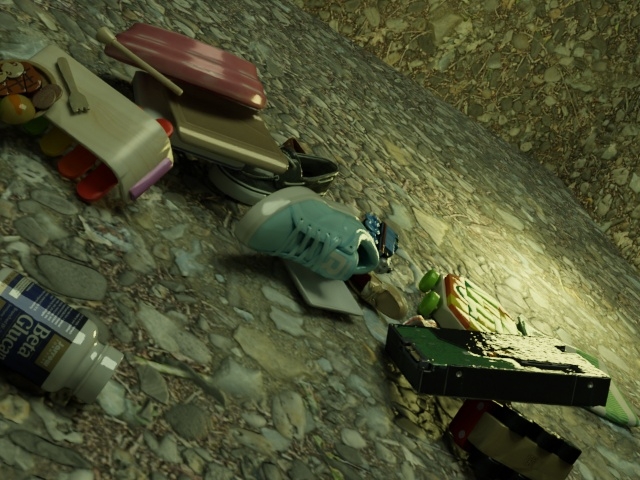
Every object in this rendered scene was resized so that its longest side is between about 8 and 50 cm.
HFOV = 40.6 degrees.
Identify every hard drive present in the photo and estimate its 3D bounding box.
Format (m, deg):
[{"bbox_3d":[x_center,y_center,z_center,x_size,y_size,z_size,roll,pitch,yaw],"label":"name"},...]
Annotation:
[{"bbox_3d":[0.304,0.220,1.535,0.338,0.064,0.237,7,9,-12],"label":"hard drive"},{"bbox_3d":[-0.271,-0.248,1.741,0.210,0.040,0.319,18,21,-22],"label":"hard drive"}]

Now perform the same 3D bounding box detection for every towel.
[{"bbox_3d":[0.630,0.327,2.130,0.324,0.038,0.248,29,25,-24],"label":"towel"}]

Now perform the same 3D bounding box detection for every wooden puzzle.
[{"bbox_3d":[-0.186,-0.210,1.634,0.221,0.044,0.239,17,26,-25],"label":"wooden puzzle"}]

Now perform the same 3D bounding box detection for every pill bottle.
[{"bbox_3d":[-0.314,0.113,0.985,0.169,0.094,0.094,35,22,-9],"label":"pill bottle"}]

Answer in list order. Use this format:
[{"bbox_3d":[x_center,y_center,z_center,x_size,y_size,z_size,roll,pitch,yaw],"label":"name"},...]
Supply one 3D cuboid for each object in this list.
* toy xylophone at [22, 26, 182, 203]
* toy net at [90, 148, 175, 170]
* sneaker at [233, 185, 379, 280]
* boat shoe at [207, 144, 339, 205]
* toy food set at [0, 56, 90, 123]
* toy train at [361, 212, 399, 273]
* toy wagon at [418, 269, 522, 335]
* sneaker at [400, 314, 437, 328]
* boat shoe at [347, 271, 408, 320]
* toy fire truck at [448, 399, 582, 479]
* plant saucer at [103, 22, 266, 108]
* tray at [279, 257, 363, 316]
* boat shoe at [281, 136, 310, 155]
[{"bbox_3d":[-0.367,-0.216,1.417,0.322,0.081,0.236,44,61,12],"label":"toy xylophone"},{"bbox_3d":[-0.356,-0.165,1.539,0.122,0.045,0.232,38,17,23],"label":"toy net"},{"bbox_3d":[0.000,0.000,1.568,0.150,0.135,0.366,46,23,26],"label":"sneaker"},{"bbox_3d":[-0.092,-0.149,1.806,0.335,0.119,0.121,-2,46,-53],"label":"boat shoe"},{"bbox_3d":[-0.467,-0.234,1.331,0.192,0.038,0.132,-18,66,-23],"label":"toy food set"},{"bbox_3d":[0.117,0.010,1.892,0.105,0.080,0.184,41,21,-11],"label":"toy train"},{"bbox_3d":[0.344,0.164,1.956,0.267,0.068,0.344,36,22,-9],"label":"toy wagon"},{"bbox_3d":[0.198,0.189,1.694,0.158,0.061,0.065,6,45,-53],"label":"sneaker"},{"bbox_3d":[0.101,0.099,1.718,0.170,0.063,0.059,41,22,32],"label":"boat shoe"},{"bbox_3d":[0.322,0.320,1.552,0.217,0.158,0.246,32,2,-31],"label":"toy fire truck"},{"bbox_3d":[-0.260,-0.353,1.726,0.332,0.084,0.332,18,5,-2],"label":"plant saucer"},{"bbox_3d":[-0.030,0.046,1.650,0.145,0.030,0.270,16,31,-43],"label":"tray"},{"bbox_3d":[-0.039,-0.173,2.022,0.064,0.060,0.178,8,37,-52],"label":"boat shoe"}]
